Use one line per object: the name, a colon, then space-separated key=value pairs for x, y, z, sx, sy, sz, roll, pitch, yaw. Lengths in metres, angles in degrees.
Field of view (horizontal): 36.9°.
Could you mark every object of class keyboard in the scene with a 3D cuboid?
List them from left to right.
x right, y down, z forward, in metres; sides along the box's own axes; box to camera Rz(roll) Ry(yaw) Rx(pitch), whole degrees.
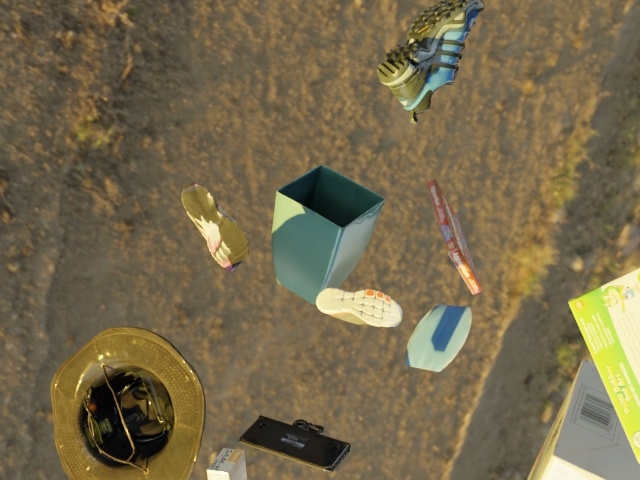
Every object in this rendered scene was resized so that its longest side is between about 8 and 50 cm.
keyboard: x=-0.039 y=0.343 z=1.640 sx=0.108 sy=0.180 sz=0.023 roll=-40 pitch=137 yaw=-53

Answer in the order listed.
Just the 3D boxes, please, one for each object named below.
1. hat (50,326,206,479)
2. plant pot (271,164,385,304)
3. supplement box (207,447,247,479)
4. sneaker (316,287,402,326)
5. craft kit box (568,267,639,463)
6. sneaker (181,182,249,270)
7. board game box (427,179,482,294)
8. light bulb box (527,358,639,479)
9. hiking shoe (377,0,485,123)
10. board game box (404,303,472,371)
hat: x=-0.303 y=0.298 z=1.657 sx=0.134 sy=0.331 sz=0.331 roll=-3 pitch=120 yaw=-62
plant pot: x=0.000 y=0.000 z=1.991 sx=0.165 sy=0.165 sz=0.234 roll=-35 pitch=148 yaw=-47
supplement box: x=-0.134 y=0.364 z=1.411 sx=0.062 sy=0.036 sz=0.099 roll=-47 pitch=136 yaw=-64
sneaker: x=0.074 y=0.121 z=1.686 sx=0.061 sy=0.157 sz=0.065 roll=-69 pitch=156 yaw=-18
craft kit box: x=0.502 y=0.145 z=1.313 sx=0.246 sy=0.250 sz=0.061 roll=-28 pitch=154 yaw=23
sneaker: x=-0.190 y=-0.032 z=1.732 sx=0.072 sy=0.077 sz=0.178 roll=-30 pitch=107 yaw=-8
board game box: x=0.316 y=-0.013 z=2.273 sx=0.027 sy=0.281 sz=0.145 roll=-27 pitch=125 yaw=14
light bulb box: x=0.538 y=0.502 z=1.922 sx=0.358 sy=0.225 sz=0.361 roll=-45 pitch=155 yaw=-56
hiking shoe: x=0.236 y=-0.380 z=1.939 sx=0.304 sy=0.113 sz=0.132 roll=-47 pitch=122 yaw=-20
board game box: x=0.225 y=0.183 z=1.755 sx=0.033 sy=0.168 sz=0.133 roll=36 pitch=73 yaw=-23
